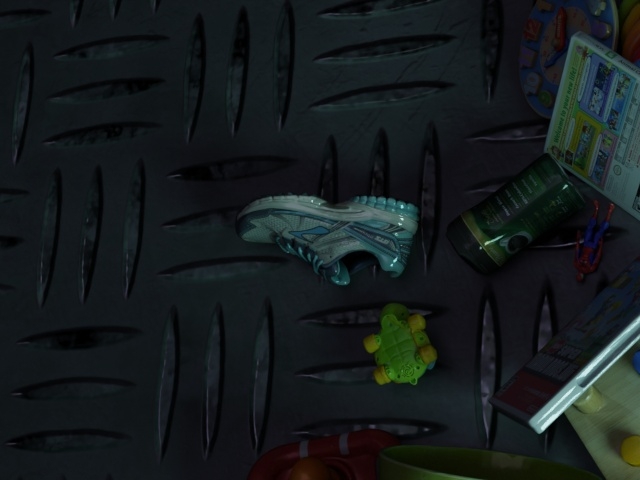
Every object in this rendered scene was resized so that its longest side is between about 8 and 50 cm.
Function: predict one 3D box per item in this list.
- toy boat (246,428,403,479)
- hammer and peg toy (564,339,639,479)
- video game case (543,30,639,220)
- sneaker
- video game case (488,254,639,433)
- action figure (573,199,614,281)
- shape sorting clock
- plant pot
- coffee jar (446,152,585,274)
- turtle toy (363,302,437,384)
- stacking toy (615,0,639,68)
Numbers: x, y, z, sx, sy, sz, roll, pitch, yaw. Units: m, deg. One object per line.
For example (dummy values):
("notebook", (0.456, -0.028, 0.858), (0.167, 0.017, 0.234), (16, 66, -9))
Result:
("toy boat", (0.001, 0.328, 1.991), (0.231, 0.151, 0.151), (-14, 66, 20))
("hammer and peg toy", (0.495, 0.186, 1.826), (0.361, 0.127, 0.266), (-36, 58, 9))
("video game case", (0.390, -0.146, 1.961), (0.023, 0.212, 0.193), (-33, 58, -30))
("sneaker", (0.000, 0.000, 2.142), (0.283, 0.110, 0.122), (0, 74, 25))
("video game case", (0.343, 0.124, 1.871), (0.285, 0.204, 0.025), (-43, 96, -5))
("action figure", (0.366, 0.002, 2.014), (0.038, 0.030, 0.115), (14, 80, 24))
("shape sorting clock", (0.339, -0.270, 2.060), (0.206, 0.040, 0.206), (-30, 55, 58))
("plant pot", (0.191, 0.420, 1.826), (0.275, 0.275, 0.293), (7, 90, 27))
("coffee jar", (0.264, -0.033, 2.034), (0.184, 0.096, 0.079), (-36, 57, 8))
("turtle toy", (0.113, 0.143, 2.057), (0.095, 0.066, 0.130), (-25, 62, 15))
("stacking toy", (0.464, -0.311, 2.031), (0.175, 0.166, 0.302), (-25, 51, 11))
